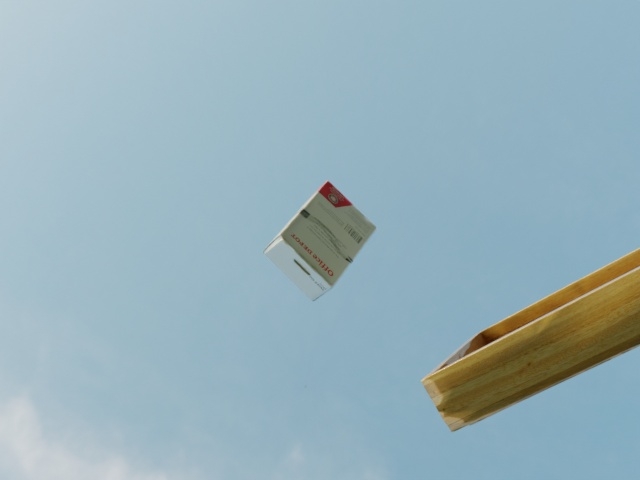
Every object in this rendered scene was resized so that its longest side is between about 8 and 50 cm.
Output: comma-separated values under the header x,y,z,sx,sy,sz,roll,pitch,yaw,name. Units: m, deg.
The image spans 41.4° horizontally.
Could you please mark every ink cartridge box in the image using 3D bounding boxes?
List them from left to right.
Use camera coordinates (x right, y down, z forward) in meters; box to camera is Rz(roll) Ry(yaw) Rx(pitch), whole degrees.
x,y,z,sx,sy,sz,roll,pitch,yaw,name
0.000,0.000,1.264,0.109,0.063,0.150,45,-132,-6,ink cartridge box

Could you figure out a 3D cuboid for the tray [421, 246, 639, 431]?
x,y,z,sx,sy,sz,roll,pitch,yaw,name
0.323,0.068,0.913,0.411,0.203,0.076,-34,-97,28,tray
